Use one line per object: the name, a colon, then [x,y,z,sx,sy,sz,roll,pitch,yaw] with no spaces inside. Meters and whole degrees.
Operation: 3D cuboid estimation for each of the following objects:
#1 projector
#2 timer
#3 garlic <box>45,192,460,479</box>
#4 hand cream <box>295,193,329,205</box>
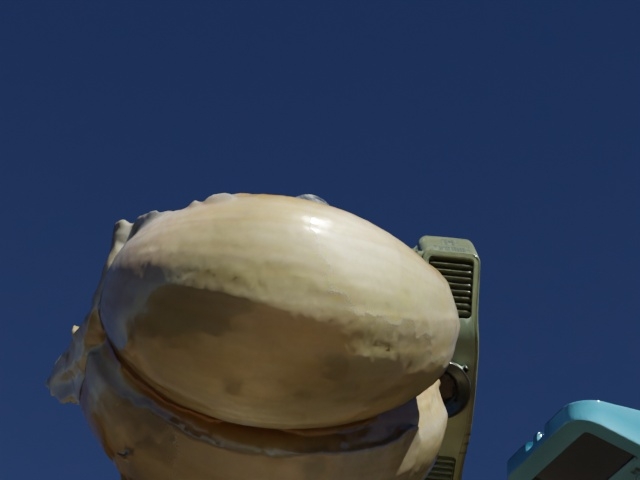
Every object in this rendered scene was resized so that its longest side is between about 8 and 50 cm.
projector: [0.114,0.137,1.983,0.088,0.269,0.193,5,7,0]
timer: [0.386,0.307,2.459,0.250,0.091,0.232,17,-35,-12]
garlic: [-0.032,0.101,1.446,0.313,0.249,0.286,19,-81,-11]
hand cream: [0.000,0.000,1.853,0.055,0.235,0.086,-35,-74,0]
